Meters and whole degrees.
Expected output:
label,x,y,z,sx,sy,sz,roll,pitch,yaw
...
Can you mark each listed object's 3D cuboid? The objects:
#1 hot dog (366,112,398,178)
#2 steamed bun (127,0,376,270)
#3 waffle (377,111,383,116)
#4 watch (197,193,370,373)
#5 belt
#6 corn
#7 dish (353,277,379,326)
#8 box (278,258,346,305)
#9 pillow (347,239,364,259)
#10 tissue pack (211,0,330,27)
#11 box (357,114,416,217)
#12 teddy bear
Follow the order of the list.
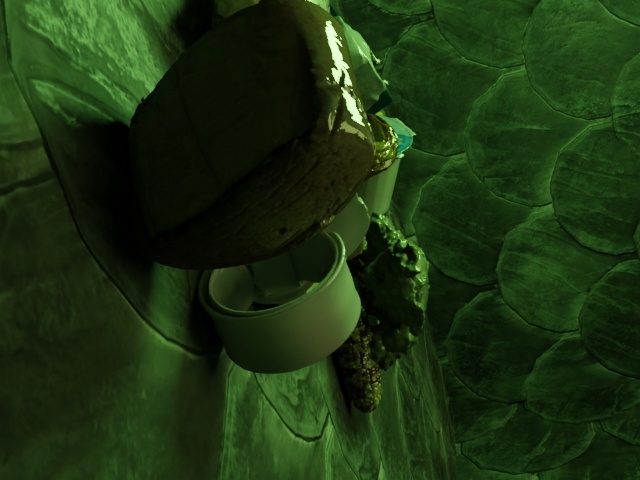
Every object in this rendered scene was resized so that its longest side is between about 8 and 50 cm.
label,x,y,z,sx,sy,sz,roll,pitch,yaw
hot dog,0.021,-0.148,1.465,0.122,0.272,0.196,42,45,-22
steamed bun,-0.070,-0.100,0.879,0.199,0.301,0.252,23,43,-50
waffle,0.076,-0.373,2.199,0.380,0.095,0.382,48,26,-31
watch,-0.040,0.042,1.023,0.231,0.244,0.196,-98,169,-58
belt,0.015,-0.412,1.741,0.300,0.173,0.436,51,5,-26
corn,0.077,0.242,1.682,0.098,0.098,0.290,-63,138,-72
dish,0.138,0.184,2.094,0.154,0.064,0.234,34,43,-73
box,-0.017,0.016,1.293,0.168,0.095,0.212,32,76,-69
pillow,0.001,0.002,1.431,0.034,0.211,0.135,21,-52,50
tissue pack,-0.074,-0.307,1.354,0.390,0.195,0.376,-82,167,-61
box,0.068,-0.178,1.871,0.262,0.291,0.206,-60,159,-55
teddy bear,0.150,0.096,1.737,0.367,0.224,0.357,77,2,-72
